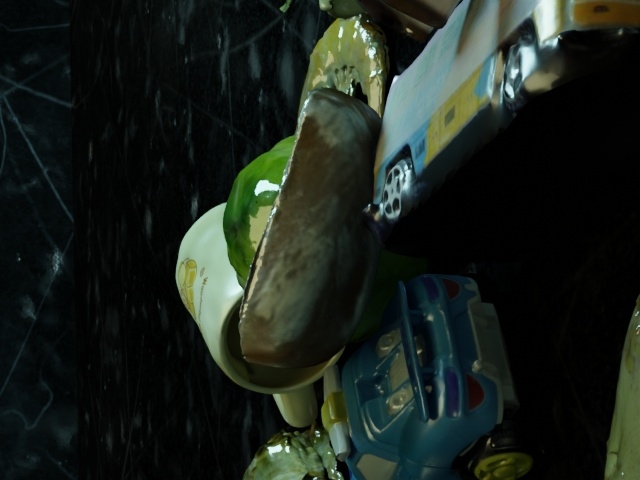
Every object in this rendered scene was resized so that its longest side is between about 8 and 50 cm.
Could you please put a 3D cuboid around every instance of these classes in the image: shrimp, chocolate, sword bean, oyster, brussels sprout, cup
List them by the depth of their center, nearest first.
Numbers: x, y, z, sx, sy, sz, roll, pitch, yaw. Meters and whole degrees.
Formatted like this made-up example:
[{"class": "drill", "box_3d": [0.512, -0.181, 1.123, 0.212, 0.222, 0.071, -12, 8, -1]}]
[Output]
[{"class": "chocolate", "box_3d": [0.013, -0.002, 1.445, 0.157, 0.080, 0.254, 12, -86, -70]}, {"class": "brussels sprout", "box_3d": [0.000, 0.000, 1.672, 0.271, 0.210, 0.219, -22, 88, 68]}, {"class": "oyster", "box_3d": [-0.013, 0.307, 1.808, 0.337, 0.133, 0.197, 174, 89, -75]}, {"class": "shrimp", "box_3d": [0.027, -0.135, 1.841, 0.173, 0.058, 0.253, 47, 131, 51]}, {"class": "cup", "box_3d": [-0.047, 0.084, 1.935, 0.173, 0.255, 0.202, -41, 34, 5]}, {"class": "sword bean", "box_3d": [-0.035, -0.312, 2.077, 0.083, 0.012, 0.012, 130, 137, -62]}]

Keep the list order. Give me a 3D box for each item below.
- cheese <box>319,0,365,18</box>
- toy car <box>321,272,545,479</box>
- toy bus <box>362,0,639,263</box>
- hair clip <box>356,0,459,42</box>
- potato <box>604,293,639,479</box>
[{"class": "cheese", "box_3d": [0.036, -0.357, 1.767, 0.175, 0.091, 0.202, 112, 153, -46]}, {"class": "toy car", "box_3d": [0.081, 0.169, 1.510, 0.314, 0.166, 0.198, 116, 152, -51]}, {"class": "toy bus", "box_3d": [0.168, -0.122, 1.272, 0.386, 0.171, 0.162, 134, 138, -62]}, {"class": "hair clip", "box_3d": [0.144, -0.303, 1.228, 0.330, 0.085, 0.101, -57, -8, -1]}, {"class": "potato", "box_3d": [0.261, 0.106, 1.032, 0.165, 0.165, 0.262, -146, 66, -67]}]
